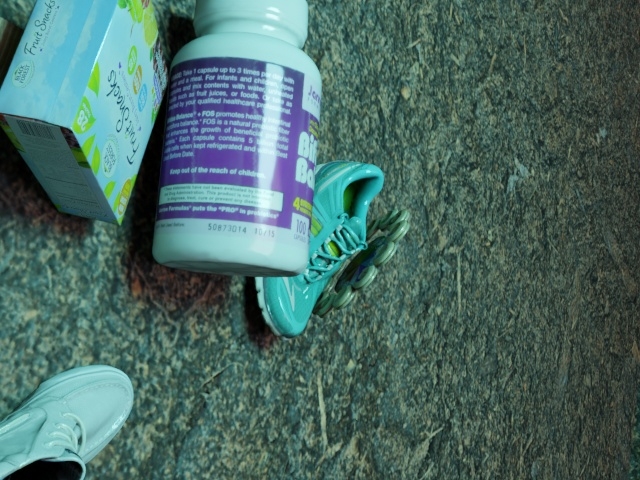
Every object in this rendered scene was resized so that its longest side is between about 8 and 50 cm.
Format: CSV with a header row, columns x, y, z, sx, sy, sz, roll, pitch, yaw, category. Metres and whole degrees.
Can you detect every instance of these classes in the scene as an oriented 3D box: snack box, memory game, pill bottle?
x,y,z,sx,sy,sz,roll,pitch,yaw,category
-0.199,-0.131,0.692,0.207,0.070,0.174,98,5,-70,snack box
0.049,0.027,1.025,0.012,0.186,0.186,41,52,-12,memory game
-0.085,-0.117,0.848,0.169,0.169,0.301,13,78,-52,pill bottle

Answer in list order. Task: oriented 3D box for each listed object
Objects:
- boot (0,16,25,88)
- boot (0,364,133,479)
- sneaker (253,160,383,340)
x,y,z,sx,sy,sz,roll,pitch,yaw,category
-0.319,-0.265,0.619,0.220,0.109,0.283,27,70,-42,boot
-0.233,0.189,0.673,0.258,0.123,0.095,-32,114,-49,boot
0.000,0.000,1.005,0.107,0.110,0.275,50,51,-39,sneaker
